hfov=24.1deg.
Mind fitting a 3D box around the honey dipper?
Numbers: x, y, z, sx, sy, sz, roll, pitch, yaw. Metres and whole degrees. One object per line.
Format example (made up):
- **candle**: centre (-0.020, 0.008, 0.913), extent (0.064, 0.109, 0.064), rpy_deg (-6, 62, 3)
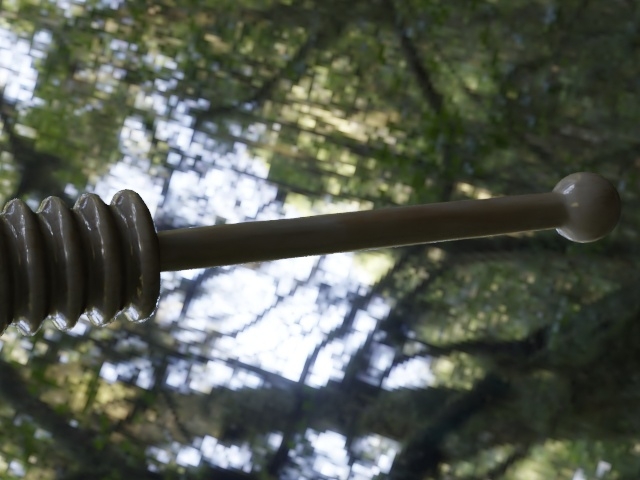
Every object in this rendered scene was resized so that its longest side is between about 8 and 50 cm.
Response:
- **honey dipper**: centre (0.000, 0.000, 0.349), extent (0.160, 0.030, 0.030), rpy_deg (-5, -64, -23)
